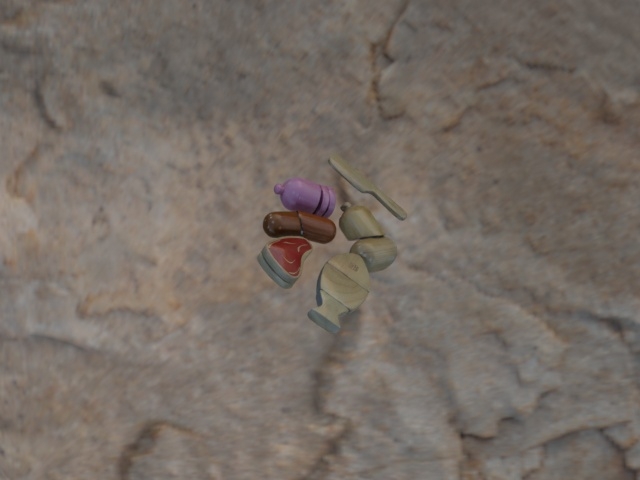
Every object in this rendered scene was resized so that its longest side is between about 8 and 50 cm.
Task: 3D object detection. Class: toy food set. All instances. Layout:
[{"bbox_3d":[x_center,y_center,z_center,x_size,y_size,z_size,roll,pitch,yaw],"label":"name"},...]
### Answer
[{"bbox_3d":[0.000,0.000,0.826,0.078,0.019,0.122,40,37,1],"label":"toy food set"}]
